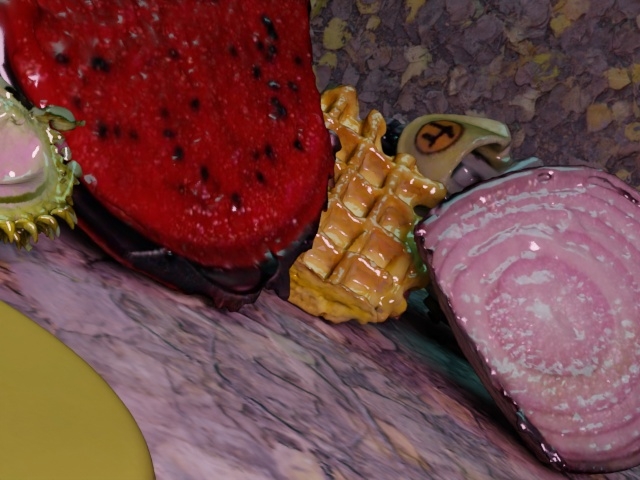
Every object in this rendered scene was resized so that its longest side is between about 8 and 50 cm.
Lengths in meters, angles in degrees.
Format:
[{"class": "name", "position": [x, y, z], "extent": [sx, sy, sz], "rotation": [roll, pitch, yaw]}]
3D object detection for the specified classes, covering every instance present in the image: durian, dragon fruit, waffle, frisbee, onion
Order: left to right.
[{"class": "frisbee", "position": [-0.163, 0.045, 0.393], "extent": [0.236, 0.017, 0.236], "rotation": [29, 9, -5]}, {"class": "durian", "position": [-0.218, -0.053, 0.533], "extent": [0.221, 0.095, 0.137], "rotation": [26, 45, -38]}, {"class": "dragon fruit", "position": [-0.116, -0.080, 0.751], "extent": [0.343, 0.100, 0.282], "rotation": [3, 70, -51]}, {"class": "waffle", "position": [0.005, -0.047, 0.913], "extent": [0.229, 0.057, 0.219], "rotation": [31, 50, -2]}, {"class": "onion", "position": [0.203, 0.066, 0.891], "extent": [0.247, 0.111, 0.250], "rotation": [-20, 73, -29]}]

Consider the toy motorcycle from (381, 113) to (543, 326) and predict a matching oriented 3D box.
[{"class": "toy motorcycle", "position": [0.190, 0.021, 1.056], "extent": [0.410, 0.169, 0.237], "rotation": [45, -11, 4]}]

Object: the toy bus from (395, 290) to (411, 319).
[{"class": "toy bus", "position": [0.000, 0.000, 0.975], "extent": [0.192, 0.077, 0.065], "rotation": [27, 12, -11]}]
